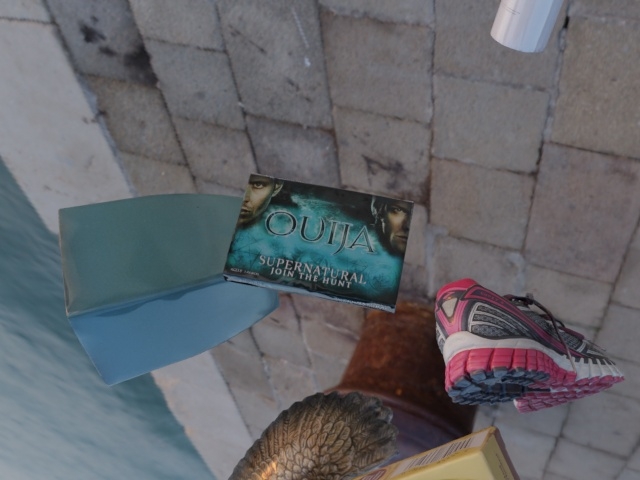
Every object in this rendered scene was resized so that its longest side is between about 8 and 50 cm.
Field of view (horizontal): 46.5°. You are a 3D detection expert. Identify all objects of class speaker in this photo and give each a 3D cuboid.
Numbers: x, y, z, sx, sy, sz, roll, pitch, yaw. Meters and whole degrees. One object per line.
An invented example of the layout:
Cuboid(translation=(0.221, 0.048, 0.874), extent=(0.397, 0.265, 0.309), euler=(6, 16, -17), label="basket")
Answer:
Cuboid(translation=(0.197, -0.239, 0.660), extent=(0.055, 0.055, 0.136), euler=(20, 128, 10), label="speaker")

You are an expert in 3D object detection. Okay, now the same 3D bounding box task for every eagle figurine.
Cuboid(translation=(-0.037, 0.313, 0.796), extent=(0.225, 0.298, 0.226), euler=(5, -157, -48), label="eagle figurine")

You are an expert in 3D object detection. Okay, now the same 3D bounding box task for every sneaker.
Cuboid(translation=(0.234, 0.117, 0.813), extent=(0.120, 0.112, 0.299), euler=(-29, 147, 31), label="sneaker")

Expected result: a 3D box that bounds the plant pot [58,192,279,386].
Cuboid(translation=(-0.178, 0.042, 0.921), extent=(0.234, 0.166, 0.166), euler=(-15, 143, -7), label="plant pot")

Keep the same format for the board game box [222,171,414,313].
Cuboid(translation=(0.000, 0.000, 0.806), extent=(0.186, 0.126, 0.026), euler=(10, 157, 5), label="board game box")

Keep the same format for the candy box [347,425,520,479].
Cuboid(translation=(0.032, 0.188, 0.410), extent=(0.186, 0.053, 0.109), euler=(-26, 81, 19), label="candy box")
